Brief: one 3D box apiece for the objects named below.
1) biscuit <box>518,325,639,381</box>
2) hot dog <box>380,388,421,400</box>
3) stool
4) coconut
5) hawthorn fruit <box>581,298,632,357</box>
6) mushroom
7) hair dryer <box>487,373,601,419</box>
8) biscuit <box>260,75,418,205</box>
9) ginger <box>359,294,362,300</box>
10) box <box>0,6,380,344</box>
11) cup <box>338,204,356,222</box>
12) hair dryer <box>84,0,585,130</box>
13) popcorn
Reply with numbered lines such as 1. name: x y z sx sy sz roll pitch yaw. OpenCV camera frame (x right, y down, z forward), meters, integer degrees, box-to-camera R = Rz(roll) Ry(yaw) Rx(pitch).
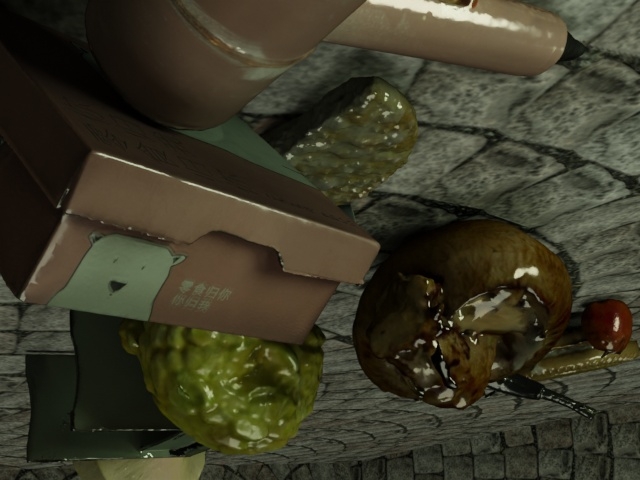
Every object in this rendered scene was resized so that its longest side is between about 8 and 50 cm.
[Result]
1. biscuit: 0.451 0.206 1.549 0.259 0.079 0.259 -10 167 -2
2. hot dog: 0.205 0.240 1.548 0.213 0.103 0.146 -8 160 0
3. stool: -0.264 0.217 1.232 0.269 0.170 0.243 6 156 -31
4. coconut: -0.319 0.360 1.521 0.259 0.259 0.259 -6 160 -2
5. hawthorn fruit: 0.469 0.145 1.385 0.081 0.093 0.081 -5 161 -2
6. mushroom: 0.151 0.082 0.955 0.263 0.195 0.283 -25 171 23
7. hair dryer: 0.244 0.214 1.302 0.359 0.120 0.304 19 164 16
8. biscuit: -0.004 -0.063 0.735 0.141 0.038 0.289 8 157 -38
9. ginger: 0.198 0.086 1.167 0.294 0.086 0.131 4 168 -7
10. box: -0.107 -0.037 0.511 0.215 0.215 0.086 16 111 -47
11. cup: 0.000 0.000 0.855 0.077 0.078 0.100 -12 164 1
12. hair dryer: 0.061 -0.143 0.489 0.344 0.107 0.189 -2 160 -40
13. popcorn: -0.125 0.145 1.060 0.251 0.206 0.237 20 -174 22
